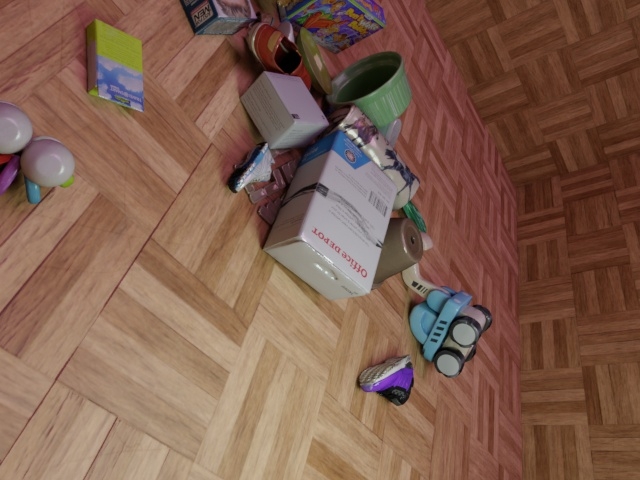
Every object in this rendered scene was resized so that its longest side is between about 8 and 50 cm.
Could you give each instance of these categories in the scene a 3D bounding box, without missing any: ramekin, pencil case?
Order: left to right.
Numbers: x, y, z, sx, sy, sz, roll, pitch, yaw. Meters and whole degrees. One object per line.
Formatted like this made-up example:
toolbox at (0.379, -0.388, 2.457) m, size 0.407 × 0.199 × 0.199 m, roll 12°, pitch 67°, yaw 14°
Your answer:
pencil case at (0.156, -0.259, 1.564) m, size 0.410 × 0.183 × 0.160 m, roll 41°, pitch 53°, yaw -31°
ramekin at (0.181, -0.529, 1.731) m, size 0.148 × 0.303 × 0.304 m, roll 54°, pitch 39°, yaw -37°

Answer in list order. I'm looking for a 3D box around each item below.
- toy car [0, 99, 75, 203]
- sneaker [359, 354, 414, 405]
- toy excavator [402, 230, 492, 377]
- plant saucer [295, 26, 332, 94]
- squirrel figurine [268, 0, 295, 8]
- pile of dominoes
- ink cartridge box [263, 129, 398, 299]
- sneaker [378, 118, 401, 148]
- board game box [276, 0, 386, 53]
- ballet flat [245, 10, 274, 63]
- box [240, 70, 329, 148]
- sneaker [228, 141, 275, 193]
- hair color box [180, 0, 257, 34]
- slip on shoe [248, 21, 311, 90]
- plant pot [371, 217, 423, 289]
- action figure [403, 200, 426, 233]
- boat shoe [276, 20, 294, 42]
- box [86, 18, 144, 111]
toy car at (-0.497, -0.134, 0.772) m, size 0.136 × 0.159 × 0.182 m, roll -51°, pitch 125°, yaw -10°
sneaker at (0.234, 0.471, 1.558) m, size 0.293 × 0.102 × 0.146 m, roll -3°, pitch 80°, yaw -55°
toy excavator at (0.435, 0.235, 1.858) m, size 0.222 × 0.445 × 0.433 m, roll -16°, pitch 131°, yaw -56°
plant saucer at (-0.026, -0.609, 1.652) m, size 0.241 × 0.037 × 0.241 m, roll 55°, pitch 24°, yaw -39°
squirrel figurine at (-0.077, -0.887, 1.404) m, size 0.370 × 0.397 × 0.281 m, roll 13°, pitch 77°, yaw -17°
pile of dominoes at (-0.133, -0.163, 1.384) m, size 0.251 × 0.040 × 0.196 m, roll -37°, pitch 107°, yaw -45°
ink cartridge box at (0.043, -0.068, 1.386) m, size 0.285 × 0.166 × 0.395 m, roll 40°, pitch 53°, yaw -29°
sneaker at (0.205, -0.367, 1.876) m, size 0.094 × 0.151 × 0.256 m, roll 11°, pitch 102°, yaw -55°
board game box at (0.046, -0.802, 1.701) m, size 0.347 × 0.233 × 0.078 m, roll 0°, pitch 76°, yaw -54°
ballet flat at (-0.193, -0.620, 1.456) m, size 0.067 × 0.073 × 0.206 m, roll 19°, pitch 54°, yaw -18°
box at (-0.100, -0.372, 1.384) m, size 0.181 × 0.119 × 0.182 m, roll -18°, pitch 75°, yaw -56°
sneaker at (-0.171, -0.178, 1.268) m, size 0.083 × 0.071 × 0.191 m, roll 56°, pitch 46°, yaw -29°
hair color box at (-0.319, -0.740, 1.278) m, size 0.174 × 0.105 × 0.348 m, roll -36°, pitch 107°, yaw -53°
slip on shoe at (-0.098, -0.523, 1.436) m, size 0.123 × 0.101 × 0.331 m, roll -61°, pitch 158°, yaw -1°
plant pot at (0.208, 0.026, 1.593) m, size 0.263 × 0.229 × 0.263 m, roll 24°, pitch 59°, yaw -48°
action figure at (0.401, -0.085, 2.051) m, size 0.232 × 0.063 × 0.137 m, roll 61°, pitch 35°, yaw -12°
boat shoe at (-0.107, -0.624, 1.566) m, size 0.063 × 0.066 × 0.184 m, roll 24°, pitch 56°, yaw -60°
box at (-0.434, -0.362, 1.017) m, size 0.109 × 0.042 × 0.179 m, roll 9°, pitch 69°, yaw -52°
